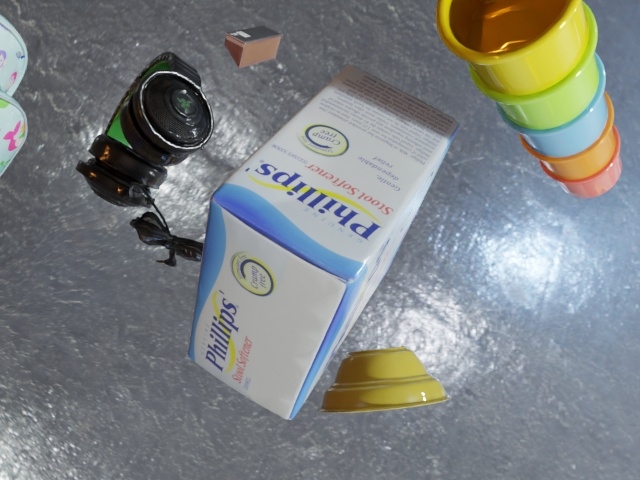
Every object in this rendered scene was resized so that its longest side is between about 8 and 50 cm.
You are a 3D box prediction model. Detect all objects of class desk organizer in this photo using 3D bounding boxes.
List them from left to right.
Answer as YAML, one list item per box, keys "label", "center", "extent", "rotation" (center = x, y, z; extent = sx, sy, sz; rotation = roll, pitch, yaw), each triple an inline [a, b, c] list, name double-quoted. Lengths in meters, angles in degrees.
- label: "desk organizer"
  center: [-0.130, -0.370, 1.178]
  extent: [0.047, 0.050, 0.130]
  rotation: [30, 34, 15]

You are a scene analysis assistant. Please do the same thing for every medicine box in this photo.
- label: "medicine box"
  center: [0.000, 0.000, 0.687]
  extent: [0.149, 0.264, 0.289]
  rotation: [29, 48, 9]

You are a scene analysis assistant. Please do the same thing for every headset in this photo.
- label: "headset"
  center: [-0.253, -0.130, 0.971]
  extent: [0.185, 0.243, 0.394]
  rotation: [30, 29, -33]

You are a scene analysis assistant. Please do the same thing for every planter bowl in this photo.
- label: "planter bowl"
  center: [0.098, 0.222, 1.009]
  extent: [0.217, 0.217, 0.090]
  rotation: [0, 78, -33]

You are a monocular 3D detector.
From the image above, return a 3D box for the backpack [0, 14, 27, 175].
- label: "backpack"
  center: [-0.409, -0.139, 0.598]
  extent: [0.191, 0.225, 0.254]
  rotation: [33, 89, 7]

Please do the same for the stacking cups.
- label: "stacking cups"
  center: [0.199, -0.121, 0.516]
  extent: [0.316, 0.096, 0.096]
  rotation: [22, 70, -55]
